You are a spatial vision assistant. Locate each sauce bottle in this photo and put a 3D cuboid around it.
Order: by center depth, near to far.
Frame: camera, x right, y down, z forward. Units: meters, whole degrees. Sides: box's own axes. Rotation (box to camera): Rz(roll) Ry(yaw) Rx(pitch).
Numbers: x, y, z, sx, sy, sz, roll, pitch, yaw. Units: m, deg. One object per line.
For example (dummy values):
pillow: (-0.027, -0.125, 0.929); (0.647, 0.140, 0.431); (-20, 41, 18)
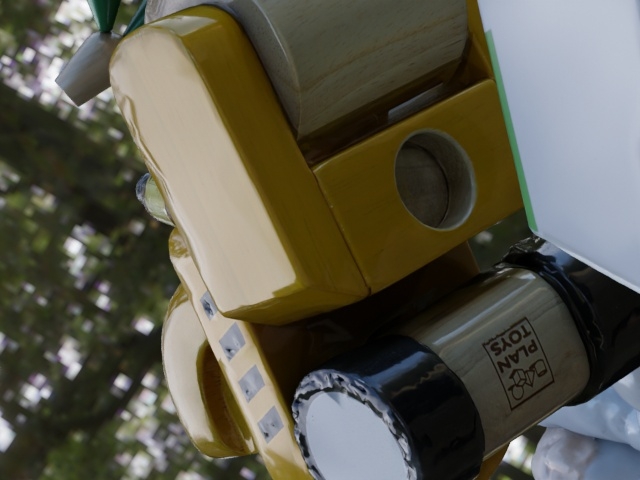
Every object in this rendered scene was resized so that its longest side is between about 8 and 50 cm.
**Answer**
sauce bottle: (-0.102, -0.031, 1.282); (0.042, 0.128, 0.042); (-2, -83, -21)

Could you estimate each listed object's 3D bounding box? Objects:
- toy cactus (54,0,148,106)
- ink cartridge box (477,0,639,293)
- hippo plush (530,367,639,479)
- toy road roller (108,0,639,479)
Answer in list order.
toy cactus: (-0.173, -0.201, 1.700); (0.180, 0.112, 0.219); (-42, -48, -2)
ink cartridge box: (0.209, -0.129, 0.776); (0.278, 0.117, 0.201); (-29, -57, -20)
hippo plush: (0.234, 0.111, 1.201); (0.234, 0.294, 0.236); (-32, -8, 9)
toy road roller: (0.000, 0.000, 1.013); (0.202, 0.240, 0.330); (-29, -83, -37)
